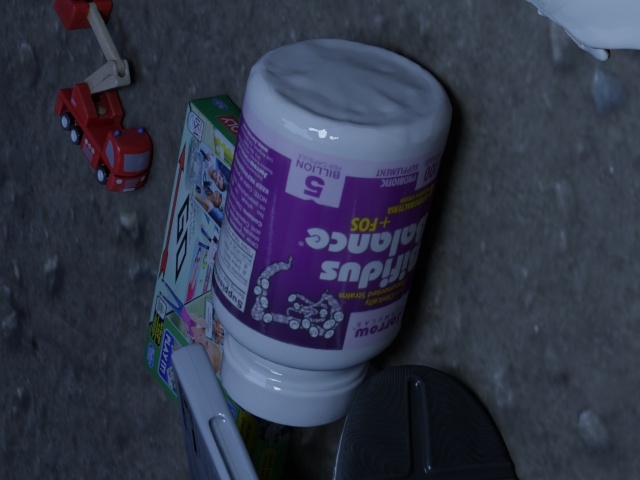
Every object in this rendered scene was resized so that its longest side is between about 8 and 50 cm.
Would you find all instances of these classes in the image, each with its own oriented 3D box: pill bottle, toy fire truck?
[{"bbox_3d":[0.000,0.000,1.612,0.169,0.169,0.302,44,134,41],"label":"pill bottle"},{"bbox_3d":[-0.227,-0.158,2.024,0.192,0.047,0.135,54,138,33],"label":"toy fire truck"}]

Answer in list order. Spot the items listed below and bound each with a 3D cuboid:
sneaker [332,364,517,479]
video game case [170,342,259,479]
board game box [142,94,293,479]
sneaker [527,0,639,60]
[{"bbox_3d":[0.057,0.340,1.631,0.257,0.169,0.448,144,122,-67],"label":"sneaker"},{"bbox_3d":[-0.060,0.295,1.762,0.329,0.036,0.300,88,160,-57],"label":"video game case"},{"bbox_3d":[-0.081,0.050,1.867,0.213,0.046,0.317,46,135,41],"label":"board game box"},{"bbox_3d":[0.153,-0.185,1.311,0.290,0.106,0.123,26,141,21],"label":"sneaker"}]
